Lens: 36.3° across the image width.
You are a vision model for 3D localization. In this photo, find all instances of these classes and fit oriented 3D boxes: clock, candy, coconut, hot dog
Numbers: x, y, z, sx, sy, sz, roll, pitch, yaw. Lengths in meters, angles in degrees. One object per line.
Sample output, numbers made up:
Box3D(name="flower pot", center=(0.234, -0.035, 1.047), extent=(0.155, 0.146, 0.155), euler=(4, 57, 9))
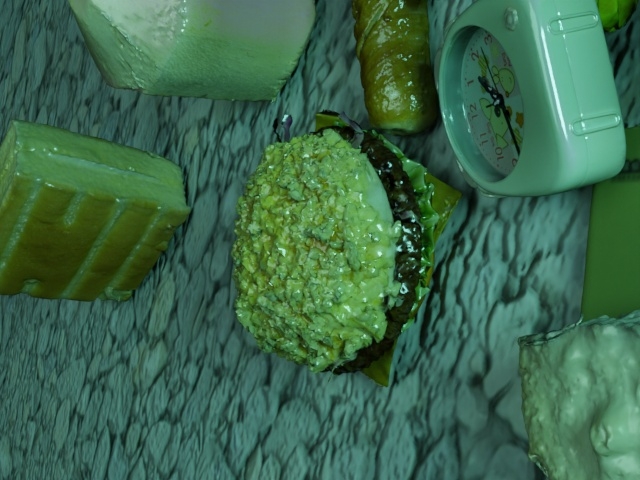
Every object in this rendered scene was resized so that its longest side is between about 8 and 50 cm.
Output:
Box3D(name="clock", center=(0.145, -0.108, 0.739), extent=(0.191, 0.062, 0.152), euler=(174, 82, -71))
Box3D(name="candy", center=(0.215, -0.203, 0.647), extent=(0.194, 0.062, 0.058), euler=(123, 170, -67))
Box3D(name="coconut", center=(-0.154, -0.259, 1.064), extent=(0.233, 0.245, 0.233), euler=(-9, 79, 57))
Box3D(name="hot dog", center=(0.066, -0.234, 0.912), extent=(0.087, 0.061, 0.286), euler=(-21, 69, 40))

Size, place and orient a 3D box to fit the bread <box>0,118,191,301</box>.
Box3D(name="bread", center=(-0.324, -0.019, 1.282), extent=(0.246, 0.239, 0.111), euler=(-49, 42, 37))

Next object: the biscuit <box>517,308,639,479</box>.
Box3D(name="biscuit", center=(0.225, 0.111, 0.547), extent=(0.281, 0.084, 0.179), euler=(-22, 68, 52))

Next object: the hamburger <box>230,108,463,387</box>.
Box3D(name="hamburger", center=(0.000, 0.000, 0.898), extent=(0.261, 0.138, 0.243), euler=(39, 117, 49))

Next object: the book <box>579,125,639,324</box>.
Box3D(name="book", center=(0.253, 0.098, 0.615), extent=(0.239, 0.035, 0.352), euler=(2, 87, 57))
